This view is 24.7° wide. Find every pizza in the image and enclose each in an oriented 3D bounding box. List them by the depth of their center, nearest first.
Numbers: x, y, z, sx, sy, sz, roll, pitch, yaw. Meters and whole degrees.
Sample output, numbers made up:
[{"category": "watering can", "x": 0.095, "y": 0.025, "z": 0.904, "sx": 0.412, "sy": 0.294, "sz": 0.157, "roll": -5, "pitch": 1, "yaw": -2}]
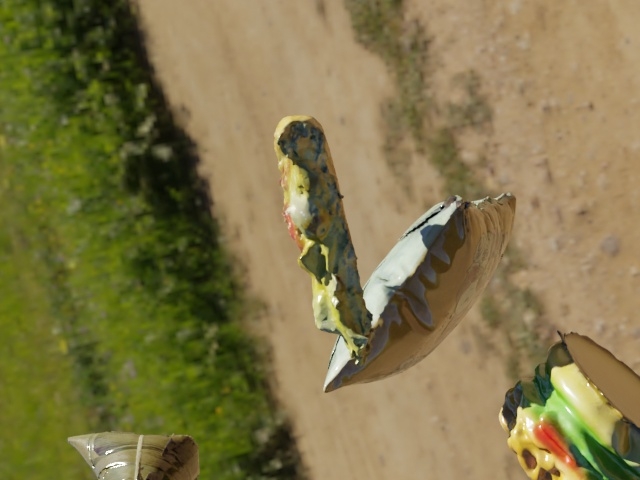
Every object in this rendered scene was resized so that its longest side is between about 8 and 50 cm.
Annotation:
[{"category": "pizza", "x": 0.000, "y": 0.000, "z": 1.628, "sx": 0.280, "sy": 0.075, "sz": 0.287, "roll": 72, "pitch": -176, "yaw": -75}]

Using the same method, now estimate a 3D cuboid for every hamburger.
[{"category": "hamburger", "x": 0.305, "y": 0.226, "z": 1.620, "sx": 0.149, "sy": 0.237, "sz": 0.237, "roll": -50, "pitch": 52, "yaw": 15}]

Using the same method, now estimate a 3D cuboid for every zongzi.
[{"category": "zongzi", "x": -0.251, "y": 0.288, "z": 1.705, "sx": 0.178, "sy": 0.189, "sz": 0.081, "roll": 6, "pitch": 116, "yaw": 16}]

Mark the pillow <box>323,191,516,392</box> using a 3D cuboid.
[{"category": "pillow", "x": 0.137, "y": 0.066, "z": 1.930, "sx": 0.119, "sy": 0.310, "sz": 0.312, "roll": 39, "pitch": 103, "yaw": 11}]
